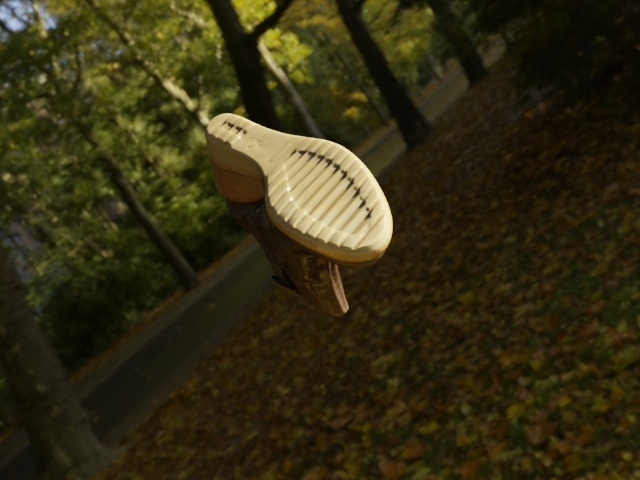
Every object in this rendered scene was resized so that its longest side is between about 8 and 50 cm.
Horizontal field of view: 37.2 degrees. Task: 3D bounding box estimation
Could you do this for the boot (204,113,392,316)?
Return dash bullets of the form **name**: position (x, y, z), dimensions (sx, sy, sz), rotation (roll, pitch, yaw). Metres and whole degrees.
- **boot**: position (0.000, 0.000, 0.863), dimensions (0.090, 0.206, 0.248), rotation (-39, 46, -14)
